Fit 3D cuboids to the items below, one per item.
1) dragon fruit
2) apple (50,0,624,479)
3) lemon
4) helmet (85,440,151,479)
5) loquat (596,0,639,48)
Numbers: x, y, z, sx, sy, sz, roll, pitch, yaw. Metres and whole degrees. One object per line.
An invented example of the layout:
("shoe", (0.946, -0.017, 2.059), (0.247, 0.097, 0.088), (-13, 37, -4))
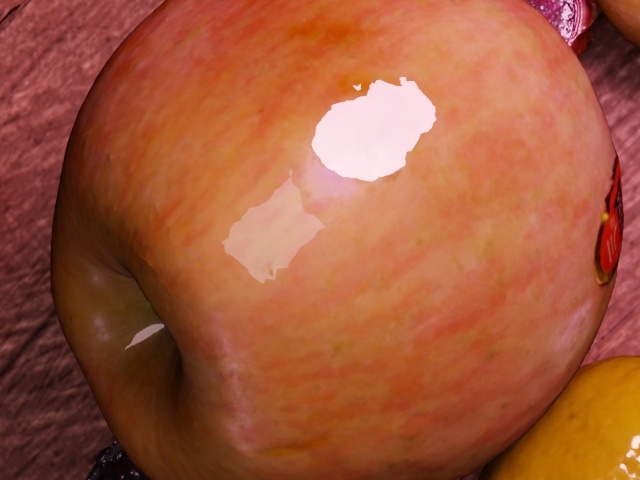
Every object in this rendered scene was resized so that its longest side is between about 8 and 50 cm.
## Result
("dragon fruit", (0.154, -0.162, 1.102), (0.112, 0.068, 0.126), (18, 85, 16))
("apple", (0.000, 0.000, 0.975), (0.391, 0.346, 0.391), (24, 127, 37))
("lemon", (0.221, 0.209, 1.022), (0.236, 0.236, 0.263), (49, 116, 5))
("helmet", (-0.144, 0.209, 1.168), (0.098, 0.070, 0.123), (34, 91, 1))
("loquat", (0.268, -0.208, 1.041), (0.163, 0.137, 0.163), (3, 79, -17))
